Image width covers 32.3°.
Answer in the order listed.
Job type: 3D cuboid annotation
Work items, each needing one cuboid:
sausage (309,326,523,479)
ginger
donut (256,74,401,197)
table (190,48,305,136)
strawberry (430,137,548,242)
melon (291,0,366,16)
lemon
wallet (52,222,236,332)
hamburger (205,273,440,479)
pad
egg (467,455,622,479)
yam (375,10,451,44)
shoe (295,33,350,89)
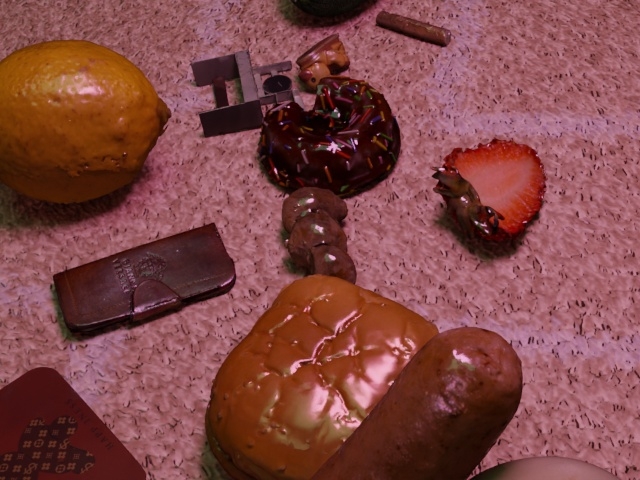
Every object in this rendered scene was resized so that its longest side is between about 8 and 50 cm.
[{"bbox_3d":[0.031,0.293,1.168,0.501,0.136,0.123,-48,59,6],"label":"sausage"},{"bbox_3d":[0.000,0.000,1.594,0.104,0.080,0.204,-6,43,-7],"label":"ginger"},{"bbox_3d":[0.014,-0.169,1.745,0.230,0.096,0.216,-17,46,-11],"label":"donut"},{"bbox_3d":[-0.123,-0.256,1.870,0.175,0.062,0.146,-13,46,-2],"label":"table"},{"bbox_3d":[0.259,-0.065,1.641,0.208,0.087,0.167,-12,61,-41],"label":"strawberry"},{"bbox_3d":[0.033,-0.512,2.017,0.182,0.182,0.287,26,52,28],"label":"melon"},{"bbox_3d":[-0.383,-0.184,1.702,0.310,0.253,0.253,-4,46,-1],"label":"lemon"},{"bbox_3d":[-0.252,0.057,1.599,0.255,0.031,0.137,-19,47,-12],"label":"wallet"},{"bbox_3d":[-0.002,0.187,1.361,0.318,0.158,0.319,-6,46,6],"label":"hamburger"},{"bbox_3d":[-0.360,0.278,1.417,0.181,0.004,0.267,-34,51,-25],"label":"pad"},{"bbox_3d":[0.232,0.326,1.176,0.253,0.188,0.188,-18,46,-23],"label":"egg"},{"bbox_3d":[0.166,-0.383,1.983,0.145,0.032,0.032,23,52,27],"label":"yam"},{"bbox_3d":[0.010,-0.307,1.899,0.072,0.069,0.109,-25,21,35],"label":"shoe"}]
